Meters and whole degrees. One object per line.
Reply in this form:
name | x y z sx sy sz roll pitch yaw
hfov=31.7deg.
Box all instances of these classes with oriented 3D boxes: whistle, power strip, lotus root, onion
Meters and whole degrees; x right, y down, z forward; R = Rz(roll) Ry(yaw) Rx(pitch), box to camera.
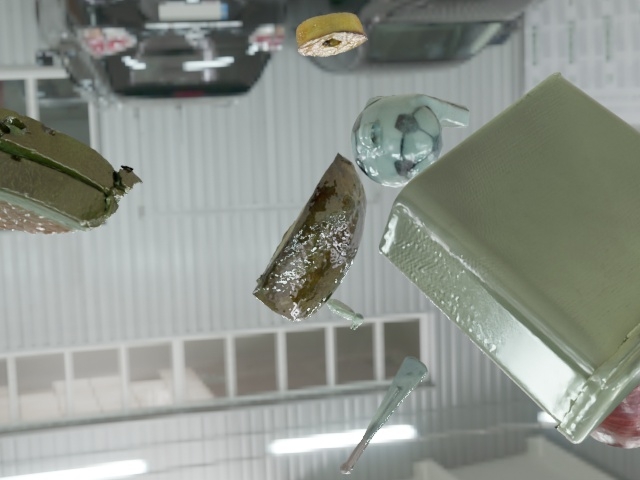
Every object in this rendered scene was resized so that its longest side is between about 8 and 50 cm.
whistle | 0.144 -0.162 1.859 0.163 0.164 0.289 3 180 33
power strip | 0.046 0.146 2.234 0.083 0.035 0.055 30 -168 -2
lotus root | 0.005 0.003 2.101 0.142 0.314 0.210 31 178 -2
onion | 0.431 0.196 1.705 0.161 0.248 0.248 -12 -168 -32

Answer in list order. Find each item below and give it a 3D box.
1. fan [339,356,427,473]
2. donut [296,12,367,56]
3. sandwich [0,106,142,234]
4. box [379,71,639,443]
fan | 0.128 0.364 2.305 0.057 0.282 0.023 33 -178 22
donut | 0.018 -0.420 2.289 0.151 0.058 0.152 -13 176 -1
sandwich | -0.411 -0.081 1.471 0.212 0.109 0.292 -16 145 40
box | 0.311 0.004 1.394 0.352 0.177 0.344 -37 -110 -28
